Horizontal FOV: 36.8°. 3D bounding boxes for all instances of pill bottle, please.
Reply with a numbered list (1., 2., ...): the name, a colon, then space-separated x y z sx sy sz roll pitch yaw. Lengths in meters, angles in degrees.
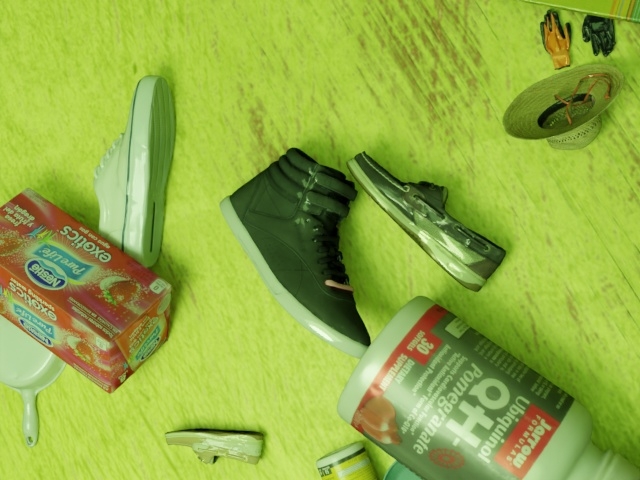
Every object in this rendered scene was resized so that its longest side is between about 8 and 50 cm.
1. pill bottle: 0.192 0.218 1.086 0.318 0.176 0.176 35 100 15
2. pill bottle: 0.045 0.314 1.191 0.065 0.065 0.116 -27 82 16

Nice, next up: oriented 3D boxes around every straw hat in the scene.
1. straw hat: 0.290 -0.138 1.114 0.144 0.144 0.061 -23 123 16

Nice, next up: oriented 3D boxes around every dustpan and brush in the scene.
1. dustpan and brush: -0.415 0.186 1.352 0.147 0.060 0.211 -2 82 5

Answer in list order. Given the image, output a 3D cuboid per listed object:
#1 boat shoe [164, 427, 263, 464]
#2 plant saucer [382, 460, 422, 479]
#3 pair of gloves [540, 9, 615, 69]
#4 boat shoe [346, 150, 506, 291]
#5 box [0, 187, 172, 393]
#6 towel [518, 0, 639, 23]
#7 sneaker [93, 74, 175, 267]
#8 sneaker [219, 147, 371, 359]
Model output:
1. boat shoe: -0.142 0.271 1.259 0.135 0.050 0.045 0 84 18
2. plant saucer: 0.132 0.314 1.169 0.119 0.021 0.119 -1 71 2
3. pair of gloves: 0.305 -0.246 1.140 0.083 0.010 0.074 -14 84 15
4. boat shoe: 0.129 -0.036 1.164 0.223 0.080 0.073 45 97 8
5. box: -0.330 0.064 1.259 0.257 0.122 0.128 32 142 15
6. towel: 0.321 -0.310 1.127 0.237 0.021 0.102 16 80 18
7. sneaker: -0.256 -0.093 1.276 0.091 0.094 0.258 9 93 13
8. sneaker: 0.000 0.000 1.158 0.147 0.104 0.295 -47 56 13
